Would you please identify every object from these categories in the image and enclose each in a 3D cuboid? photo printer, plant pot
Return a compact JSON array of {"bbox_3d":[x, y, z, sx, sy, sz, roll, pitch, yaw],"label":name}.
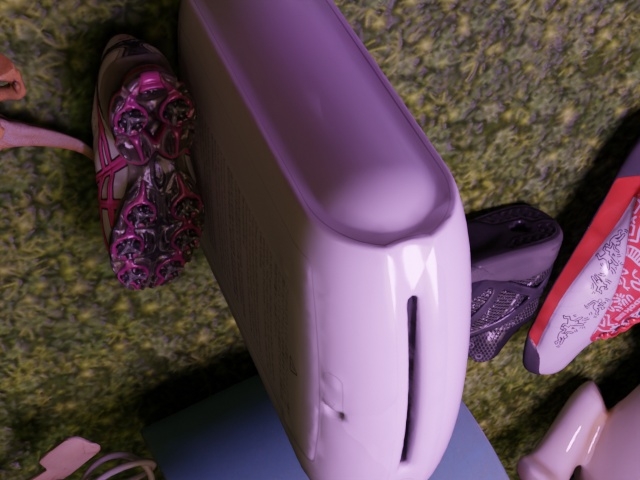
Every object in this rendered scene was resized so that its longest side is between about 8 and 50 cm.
[{"bbox_3d":[0.000,0.000,0.845,0.107,0.307,0.256,-14,135,-15],"label":"photo printer"},{"bbox_3d":[0.024,0.223,1.102,0.235,0.293,0.293,-31,138,-10],"label":"plant pot"}]

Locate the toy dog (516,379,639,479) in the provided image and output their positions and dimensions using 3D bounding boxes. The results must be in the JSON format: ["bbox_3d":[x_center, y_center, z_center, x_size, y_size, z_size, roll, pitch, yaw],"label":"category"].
[{"bbox_3d":[0.372,0.241,1.337,0.395,0.284,0.408,-9,138,-45],"label":"toy dog"}]

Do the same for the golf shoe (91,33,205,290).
[{"bbox_3d":[-0.119,-0.051,0.893,0.067,0.086,0.186,-10,129,-21],"label":"golf shoe"}]

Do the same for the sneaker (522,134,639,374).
[{"bbox_3d":[0.287,0.038,1.128,0.090,0.145,0.270,-28,147,-59],"label":"sneaker"}]

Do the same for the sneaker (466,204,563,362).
[{"bbox_3d":[0.094,0.055,1.108,0.227,0.087,0.130,-14,129,-23],"label":"sneaker"}]

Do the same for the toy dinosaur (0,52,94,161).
[{"bbox_3d":[-0.217,-0.073,0.858,0.211,0.064,0.112,-2,159,-26],"label":"toy dinosaur"}]

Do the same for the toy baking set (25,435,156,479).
[{"bbox_3d":[-0.216,0.242,1.138,0.197,0.030,0.256,-16,137,7],"label":"toy baking set"}]
